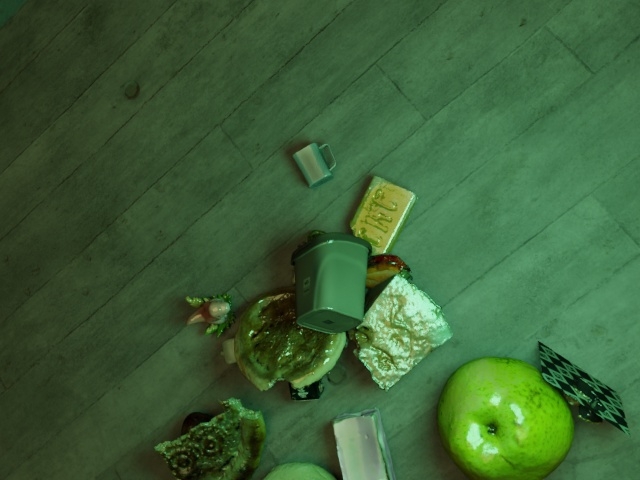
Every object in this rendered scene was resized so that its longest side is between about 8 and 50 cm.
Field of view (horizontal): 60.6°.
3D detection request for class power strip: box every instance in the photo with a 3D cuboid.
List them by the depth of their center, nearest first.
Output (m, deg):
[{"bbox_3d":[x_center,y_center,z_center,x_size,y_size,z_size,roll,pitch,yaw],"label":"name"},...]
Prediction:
[{"bbox_3d":[-0.169,0.342,1.862,0.385,0.062,0.091,-17,79,13],"label":"power strip"}]

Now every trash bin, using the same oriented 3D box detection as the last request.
[{"bbox_3d":[0.031,0.131,1.646,0.220,0.219,0.250,-36,43,47],"label":"trash bin"}]

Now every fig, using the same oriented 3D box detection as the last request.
[{"bbox_3d":[-0.432,0.671,1.891,0.109,0.103,0.154,11,80,39],"label":"fig"}]

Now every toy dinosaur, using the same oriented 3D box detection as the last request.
[{"bbox_3d":[-0.367,0.259,1.862,0.194,0.177,0.152,-6,84,17],"label":"toy dinosaur"}]

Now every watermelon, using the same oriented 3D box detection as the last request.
[{"bbox_3d":[0.222,0.272,1.691,0.302,0.151,0.264,-44,83,1],"label":"watermelon"}]

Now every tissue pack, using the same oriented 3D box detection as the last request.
[{"bbox_3d":[-0.053,0.431,1.786,0.103,0.090,0.170,-6,110,13],"label":"tissue pack"}]

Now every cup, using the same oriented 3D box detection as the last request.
[{"bbox_3d":[-0.010,-0.260,1.844,0.128,0.095,0.129,-29,82,9],"label":"cup"}]

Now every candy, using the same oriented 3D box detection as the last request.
[{"bbox_3d":[0.137,0.676,1.728,0.156,0.116,0.265,-16,83,14],"label":"candy"}]

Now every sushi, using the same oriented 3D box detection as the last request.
[{"bbox_3d":[0.706,0.416,1.512,0.264,0.290,0.050,34,109,13],"label":"sushi"}]

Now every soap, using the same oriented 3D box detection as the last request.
[{"bbox_3d":[0.190,-0.063,1.782,0.160,0.080,0.257,27,93,15],"label":"soap"}]

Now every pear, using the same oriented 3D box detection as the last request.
[{"bbox_3d":[0.502,0.499,1.513,0.391,0.391,0.390,-1,86,15],"label":"pear"}]

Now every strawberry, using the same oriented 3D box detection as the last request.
[{"bbox_3d":[0.205,0.101,1.763,0.140,0.085,0.192,45,130,-13],"label":"strawberry"}]

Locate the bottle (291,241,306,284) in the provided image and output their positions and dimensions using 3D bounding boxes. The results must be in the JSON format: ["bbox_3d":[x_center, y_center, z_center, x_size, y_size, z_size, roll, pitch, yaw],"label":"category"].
[{"bbox_3d":[-0.042,0.079,1.826,0.099,0.099,0.152,6,78,16],"label":"bottle"}]

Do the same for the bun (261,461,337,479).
[{"bbox_3d":[-0.080,0.885,1.710,0.353,0.227,0.348,12,88,11],"label":"bun"}]

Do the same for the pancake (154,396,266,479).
[{"bbox_3d":[-0.346,0.718,1.831,0.427,0.067,0.305,-37,104,9],"label":"pancake"}]

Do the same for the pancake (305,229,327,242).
[{"bbox_3d":[0.001,0.000,1.829,0.108,0.108,0.017,26,132,15],"label":"pancake"}]

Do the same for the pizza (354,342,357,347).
[{"bbox_3d":[0.201,0.327,1.777,0.185,0.036,0.176,30,85,21],"label":"pizza"}]

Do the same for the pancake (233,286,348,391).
[{"bbox_3d":[-0.099,0.308,1.735,0.382,0.071,0.382,-9,49,10],"label":"pancake"}]
